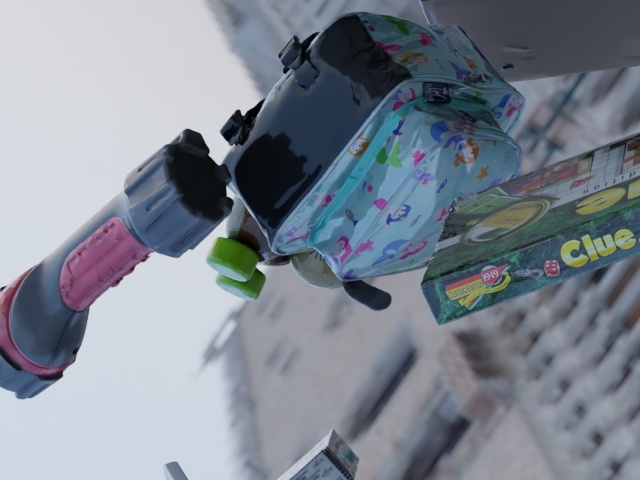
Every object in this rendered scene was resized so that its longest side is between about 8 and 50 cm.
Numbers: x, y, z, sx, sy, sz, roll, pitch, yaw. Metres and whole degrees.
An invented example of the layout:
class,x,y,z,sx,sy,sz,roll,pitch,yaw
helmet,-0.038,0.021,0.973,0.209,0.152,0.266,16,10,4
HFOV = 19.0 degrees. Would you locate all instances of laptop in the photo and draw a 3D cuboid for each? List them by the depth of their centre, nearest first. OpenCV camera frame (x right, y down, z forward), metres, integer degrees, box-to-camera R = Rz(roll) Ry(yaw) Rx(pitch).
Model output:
class,x,y,z,sx,sy,sz,roll,pitch,yaw
laptop,0.330,-0.337,2.114,0.236,0.408,0.382,28,177,13

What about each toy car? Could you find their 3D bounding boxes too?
class,x,y,z,sx,sy,sz,roll,pitch,yaw
toy car,0.000,0.000,1.999,0.188,0.155,0.149,22,166,11

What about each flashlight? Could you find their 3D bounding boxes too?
class,x,y,z,sx,sy,sz,roll,pitch,yaw
flashlight,-0.196,0.031,1.685,0.103,0.304,0.103,49,-144,-6

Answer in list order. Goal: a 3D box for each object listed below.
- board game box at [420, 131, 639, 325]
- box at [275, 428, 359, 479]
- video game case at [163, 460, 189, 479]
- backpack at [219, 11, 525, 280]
class,x,y,z,sx,sy,sz,roll,pitch,yaw
board game box,0.182,-0.033,0.983,0.030,0.260,0.136,64,-162,-16
box,-0.049,0.246,1.650,0.045,0.191,0.184,48,-178,0
video game case,-0.150,0.400,2.432,0.212,0.023,0.193,-145,40,-72
backpack,0.066,-0.086,1.721,0.191,0.225,0.253,48,-152,18
